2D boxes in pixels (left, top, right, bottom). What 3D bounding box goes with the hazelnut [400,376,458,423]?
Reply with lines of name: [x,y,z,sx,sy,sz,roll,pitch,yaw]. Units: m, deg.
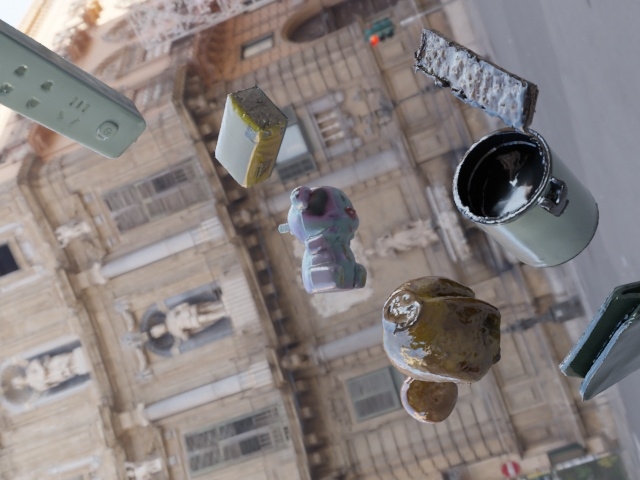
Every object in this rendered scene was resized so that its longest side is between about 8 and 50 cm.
hazelnut: [0.272,0.379,1.917,0.150,0.150,0.150,-21,-90,-78]

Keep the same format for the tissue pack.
tissue pack: [-0.142,-0.206,1.540,0.120,0.082,0.169,49,143,21]

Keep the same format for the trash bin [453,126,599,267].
trash bin: [0.434,-0.086,1.624,0.262,0.217,0.277,31,-178,-45]

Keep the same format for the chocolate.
chocolate: [0.295,-0.312,1.458,0.329,0.065,0.102,45,143,43]

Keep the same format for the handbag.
handbag: [0.601,0.173,1.454,0.079,0.260,0.247,54,142,36]

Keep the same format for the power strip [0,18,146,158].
power strip: [-0.378,-0.209,1.061,0.062,0.091,0.385,50,-170,29]

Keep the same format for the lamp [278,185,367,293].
lamp: [0.000,0.000,2.176,0.247,0.247,0.301,3,-102,-51]

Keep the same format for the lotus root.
lotus root: [0.192,0.137,1.336,0.180,0.188,0.199,35,-124,-41]
